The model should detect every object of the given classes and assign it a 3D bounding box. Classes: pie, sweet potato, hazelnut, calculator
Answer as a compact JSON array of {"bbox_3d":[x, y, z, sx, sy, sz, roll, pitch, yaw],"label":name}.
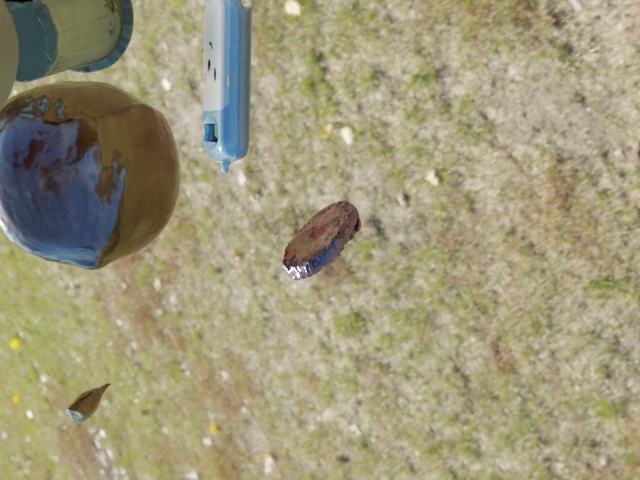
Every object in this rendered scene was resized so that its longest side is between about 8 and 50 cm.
[{"bbox_3d":[0.000,0.000,1.380,0.036,0.154,0.154,48,153,-21],"label":"pie"},{"bbox_3d":[-0.466,0.325,1.836,0.049,0.117,0.049,15,124,23],"label":"sweet potato"},{"bbox_3d":[-0.508,-0.140,1.936,0.353,0.421,0.420,-1,112,63],"label":"hazelnut"},{"bbox_3d":[-0.105,-0.180,1.009,0.121,0.039,0.210,-152,62,-72],"label":"calculator"}]

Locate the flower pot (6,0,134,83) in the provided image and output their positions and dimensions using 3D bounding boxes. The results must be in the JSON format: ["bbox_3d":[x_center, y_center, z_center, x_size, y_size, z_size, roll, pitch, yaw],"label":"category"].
[{"bbox_3d":[-0.429,-0.350,1.424,0.212,0.202,0.212,5,113,12],"label":"flower pot"}]

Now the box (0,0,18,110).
[{"bbox_3d":[-0.459,-0.212,0.960,0.149,0.226,0.226,-45,-70,-84],"label":"box"}]
